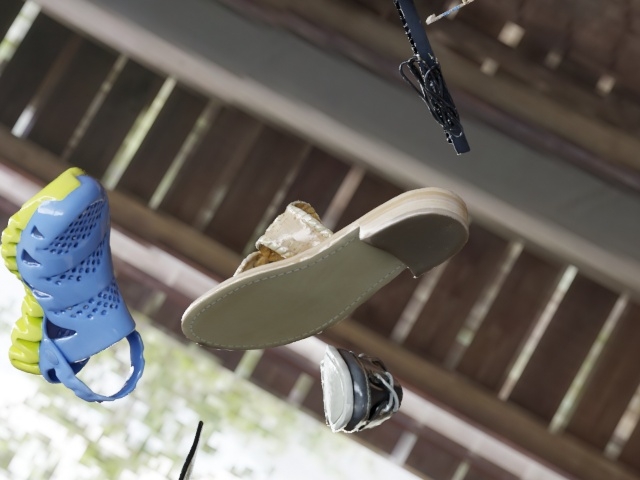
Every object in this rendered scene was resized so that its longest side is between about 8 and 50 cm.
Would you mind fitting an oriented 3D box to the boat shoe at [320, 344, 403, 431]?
[{"bbox_3d":[0.040,0.141,1.835,0.079,0.084,0.233,-3,175,0],"label":"boat shoe"}]

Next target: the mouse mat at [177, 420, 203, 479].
[{"bbox_3d":[-0.089,0.195,0.942,0.007,0.152,0.189,16,-151,2],"label":"mouse mat"}]

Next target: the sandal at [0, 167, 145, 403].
[{"bbox_3d":[-0.235,0.054,1.913,0.138,0.126,0.317,37,150,22],"label":"sandal"}]

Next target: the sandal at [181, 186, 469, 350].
[{"bbox_3d":[0.004,0.003,1.390,0.240,0.079,0.088,-25,136,29],"label":"sandal"}]

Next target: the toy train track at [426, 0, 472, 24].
[{"bbox_3d":[0.153,-0.269,2.175,0.014,0.083,0.048,61,155,-4],"label":"toy train track"}]

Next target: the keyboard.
[{"bbox_3d":[0.095,-0.168,1.867,0.100,0.038,0.192,-114,-1,-60],"label":"keyboard"}]
